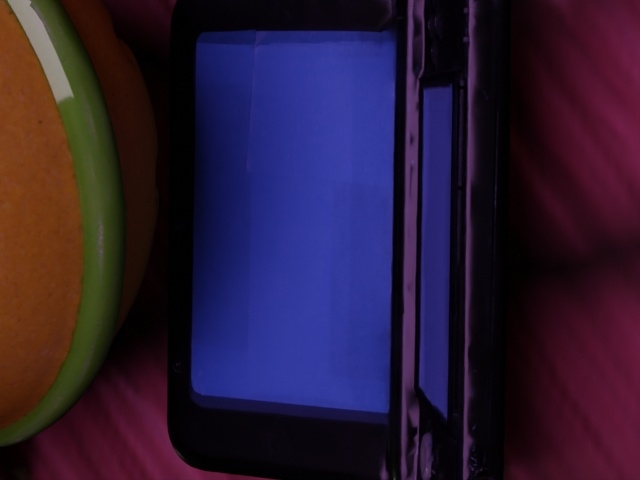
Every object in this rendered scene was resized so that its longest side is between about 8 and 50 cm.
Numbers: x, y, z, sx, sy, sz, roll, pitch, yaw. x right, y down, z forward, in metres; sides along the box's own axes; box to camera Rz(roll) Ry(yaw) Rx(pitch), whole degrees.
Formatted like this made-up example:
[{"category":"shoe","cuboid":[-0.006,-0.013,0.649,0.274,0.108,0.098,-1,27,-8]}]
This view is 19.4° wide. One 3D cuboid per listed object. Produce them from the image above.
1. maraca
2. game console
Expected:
[{"category":"maraca","cuboid":[-0.099,-0.002,0.452,0.127,0.099,0.186,47,136,22]},{"category":"game console","cuboid":[0.000,0.000,0.418,0.071,0.107,0.122,0,94,-3]}]
